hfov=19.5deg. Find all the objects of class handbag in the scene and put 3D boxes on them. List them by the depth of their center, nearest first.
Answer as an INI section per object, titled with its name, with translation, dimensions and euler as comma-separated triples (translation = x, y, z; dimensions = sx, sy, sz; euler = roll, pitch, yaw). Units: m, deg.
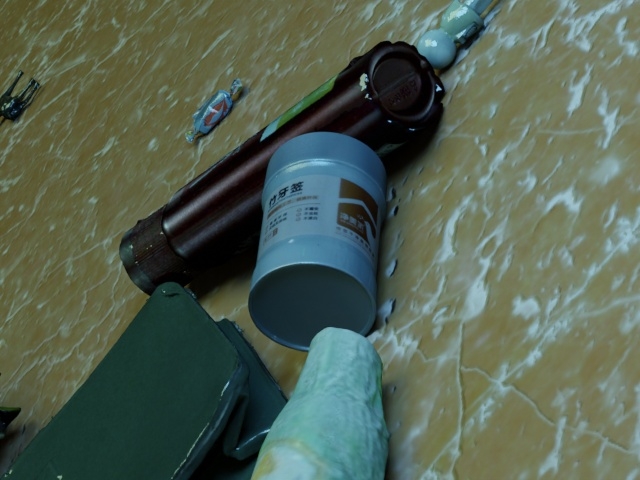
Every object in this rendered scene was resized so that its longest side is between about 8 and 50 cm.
[handbag]
translation = -0.146, 0.178, 1.493
dimensions = 0.260, 0.079, 0.247
euler = -50, 26, 3

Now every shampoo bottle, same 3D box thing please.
[shampoo bottle]
translation = -0.043, -0.055, 1.607
dimensions = 0.323, 0.084, 0.129
euler = -33, 6, 33

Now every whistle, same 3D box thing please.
[whistle]
translation = 0.117, -0.183, 1.589
dimensions = 0.100, 0.035, 0.035
euler = -48, 26, 2

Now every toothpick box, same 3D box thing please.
[toothpick box]
translation = 0.000, 0.000, 1.464
dimensions = 0.101, 0.101, 0.153
euler = -34, 32, 31

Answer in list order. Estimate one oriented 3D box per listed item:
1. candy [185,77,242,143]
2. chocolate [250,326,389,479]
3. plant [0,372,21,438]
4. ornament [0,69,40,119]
[candy]
translation = -0.109, -0.134, 1.896
dimensions = 0.083, 0.020, 0.030
euler = -46, 26, 14
[chocolate]
translation = -0.005, 0.178, 1.252
dimensions = 0.110, 0.110, 0.291
euler = -31, 30, 34
[plant]
translation = -0.423, 0.133, 1.783
dimensions = 0.306, 0.261, 0.297
euler = -34, 48, 27
[ornament]
translation = -0.413, -0.164, 2.408
dimensions = 0.125, 0.028, 0.073
euler = -49, 26, -1
